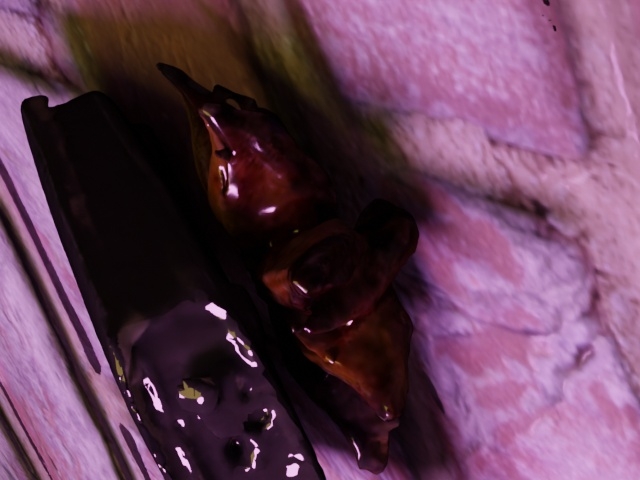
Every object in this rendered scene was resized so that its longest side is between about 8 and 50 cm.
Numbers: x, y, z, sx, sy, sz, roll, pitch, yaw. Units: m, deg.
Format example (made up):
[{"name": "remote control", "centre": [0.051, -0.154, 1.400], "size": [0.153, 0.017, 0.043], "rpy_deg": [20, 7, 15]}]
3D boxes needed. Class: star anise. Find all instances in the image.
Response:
[{"name": "star anise", "centre": [0.000, 0.000, 1.008], "size": [0.272, 0.102, 0.272], "rpy_deg": [62, 175, 10]}]

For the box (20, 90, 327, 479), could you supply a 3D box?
[{"name": "box", "centre": [-0.073, 0.093, 1.127], "size": [0.359, 0.091, 0.350], "rpy_deg": [67, 175, -32]}]
